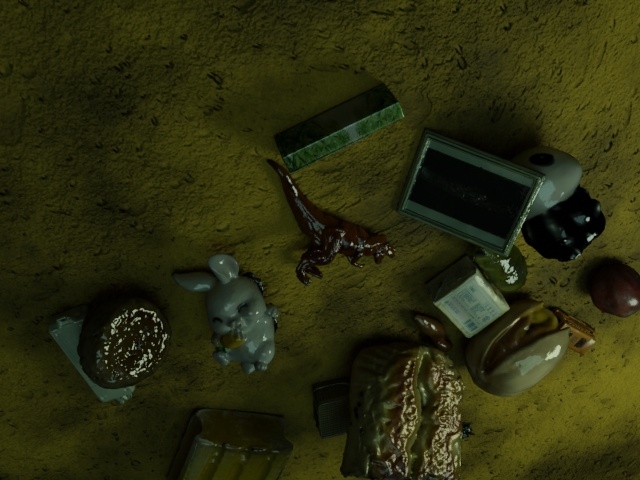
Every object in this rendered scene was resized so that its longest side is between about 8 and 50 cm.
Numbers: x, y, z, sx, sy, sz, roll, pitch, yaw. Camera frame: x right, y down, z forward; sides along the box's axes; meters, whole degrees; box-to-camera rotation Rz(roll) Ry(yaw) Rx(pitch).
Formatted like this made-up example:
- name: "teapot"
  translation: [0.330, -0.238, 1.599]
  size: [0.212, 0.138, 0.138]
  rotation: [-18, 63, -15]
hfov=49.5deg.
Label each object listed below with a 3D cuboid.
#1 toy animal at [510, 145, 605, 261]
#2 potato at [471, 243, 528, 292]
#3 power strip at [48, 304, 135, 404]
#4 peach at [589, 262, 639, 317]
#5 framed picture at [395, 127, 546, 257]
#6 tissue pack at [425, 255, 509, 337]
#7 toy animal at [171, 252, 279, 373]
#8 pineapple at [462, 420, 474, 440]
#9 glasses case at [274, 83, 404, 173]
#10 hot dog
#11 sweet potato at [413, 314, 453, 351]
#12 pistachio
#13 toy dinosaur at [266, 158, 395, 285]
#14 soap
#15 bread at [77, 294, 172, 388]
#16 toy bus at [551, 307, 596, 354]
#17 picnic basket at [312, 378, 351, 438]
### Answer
- name: "toy animal"
  translation: [0.548, -0.099, 1.672]
  size: [0.213, 0.212, 0.266]
  rotation: [-32, 95, 7]
- name: "potato"
  translation: [0.470, 0.056, 1.818]
  size: [0.225, 0.090, 0.117]
  rotation: [37, 70, -37]
- name: "power strip"
  translation: [-0.559, 0.294, 1.726]
  size: [0.098, 0.058, 0.338]
  rotation: [-21, 126, -2]
- name: "peach"
  translation: [0.841, 0.133, 1.956]
  size: [0.152, 0.152, 0.152]
  rotation: [-7, 125, -10]
- name: "framed picture"
  translation: [0.341, -0.107, 1.622]
  size: [0.293, 0.018, 0.231]
  rotation: [23, 121, 12]
- name: "tissue pack"
  translation: [0.396, 0.152, 1.870]
  size: [0.148, 0.092, 0.196]
  rotation: [-38, 126, 12]
- name: "toy animal"
  translation: [-0.212, 0.176, 1.690]
  size: [0.208, 0.154, 0.325]
  rotation: [-26, 108, 29]
- name: "pineapple"
  translation: [0.385, 0.568, 2.146]
  size: [0.125, 0.125, 0.251]
  rotation: [-44, 130, 16]
- name: "glasses case"
  translation: [0.040, -0.239, 1.502]
  size: [0.272, 0.095, 0.062]
  rotation: [-25, 131, 3]
- name: "hot dog"
  translation: [0.234, 0.464, 1.924]
  size: [0.367, 0.196, 0.365]
  rotation: [9, 84, -25]
- name: "sweet potato"
  translation: [0.320, 0.255, 1.944]
  size: [0.058, 0.055, 0.202]
  rotation: [-23, 130, 28]
- name: "pistachio"
  translation: [0.545, 0.307, 1.953]
  size: [0.230, 0.230, 0.309]
  rotation: [35, 106, -32]
- name: "toy dinosaur"
  translation: [0.000, 0.000, 1.656]
  size: [0.432, 0.097, 0.208]
  rotation: [29, 99, -33]
- name: "soap"
  translation: [-0.269, 0.656, 1.996]
  size: [0.294, 0.156, 0.335]
  rotation: [12, 120, -19]
- name: "bread"
  translation: [-0.469, 0.233, 1.639]
  size: [0.230, 0.123, 0.229]
  rotation: [-13, 108, -44]
- name: "toy bus"
  translation: [0.743, 0.276, 2.052]
  size: [0.194, 0.088, 0.083]
  rotation: [26, 113, -28]
- name: "picnic basket"
  translation: [0.040, 0.487, 2.009]
  size: [0.115, 0.079, 0.164]
  rotation: [-10, 126, -8]
